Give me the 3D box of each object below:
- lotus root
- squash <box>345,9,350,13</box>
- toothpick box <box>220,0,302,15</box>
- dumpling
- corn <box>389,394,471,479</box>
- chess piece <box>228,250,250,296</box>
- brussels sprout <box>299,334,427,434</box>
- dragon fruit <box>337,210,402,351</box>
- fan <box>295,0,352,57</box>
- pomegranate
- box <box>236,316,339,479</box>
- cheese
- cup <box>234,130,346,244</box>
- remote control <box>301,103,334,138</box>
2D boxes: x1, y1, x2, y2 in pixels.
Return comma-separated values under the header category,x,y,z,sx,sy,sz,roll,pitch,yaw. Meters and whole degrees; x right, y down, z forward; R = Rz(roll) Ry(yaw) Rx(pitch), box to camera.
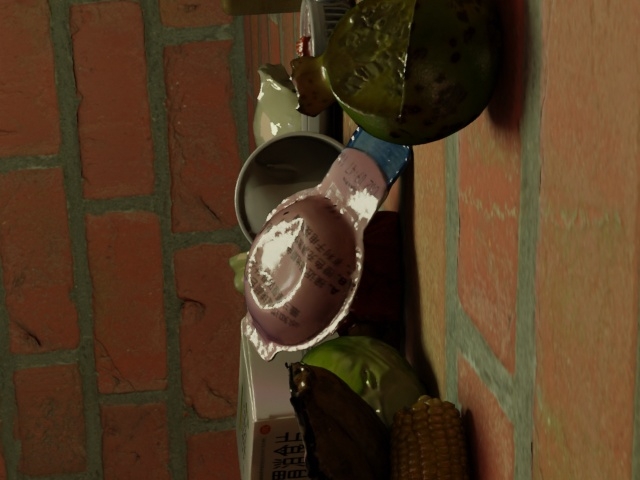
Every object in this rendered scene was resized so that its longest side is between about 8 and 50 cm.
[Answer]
category,x,y,z,sx,sy,sz,roll,pitch,yaw
lotus root,0.054,0.231,1.250,0.167,0.078,0.329,-103,-10,-53
squash,0.044,-0.231,1.579,0.027,0.027,0.083,-112,19,-68
toothpick box,-0.080,-0.455,1.895,0.308,0.190,0.188,94,171,-75
dumpling,-0.039,-0.173,2.015,0.155,0.111,0.181,-29,-53,-64
corn,0.101,0.255,1.174,0.080,0.080,0.238,121,148,-78
chess piece,-0.071,0.142,2.329,0.144,0.144,0.251,127,132,-79
brussels sprout,0.044,0.158,1.370,0.118,0.155,0.155,-59,-7,-22
dragon fruit,0.039,0.064,1.504,0.122,0.092,0.192,-173,79,-83
fan,0.005,-0.300,1.668,0.130,0.074,0.244,-109,18,-67
pomegranate,0.068,-0.132,1.025,0.169,0.122,0.143,-35,43,34
box,-0.014,0.223,1.687,0.333,0.173,0.145,98,167,-58
cheese,0.000,0.000,1.419,0.189,0.074,0.286,44,108,44
cup,-0.029,-0.030,1.728,0.202,0.166,0.221,-137,48,-84
remote control,-0.003,-0.209,1.841,0.103,0.034,0.250,-67,-20,-59
